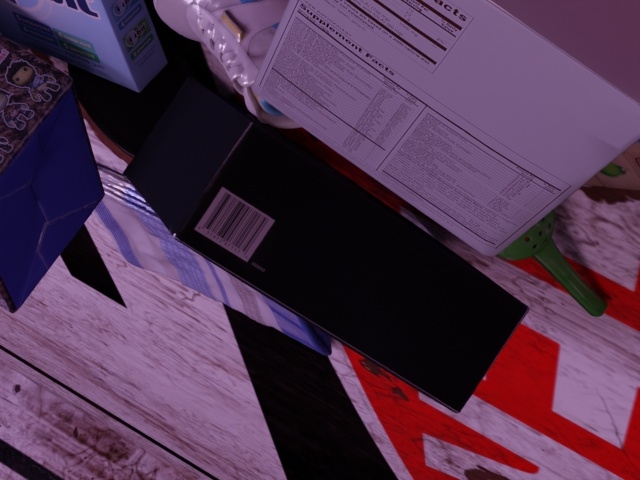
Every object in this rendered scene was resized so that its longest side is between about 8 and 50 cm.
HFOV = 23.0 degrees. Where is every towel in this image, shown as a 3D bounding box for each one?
[{"bbox_3d":[-0.127,0.023,1.678,0.285,0.034,0.209,25,160,26],"label":"towel"}]

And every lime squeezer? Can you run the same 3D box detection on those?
[{"bbox_3d":[0.107,-0.042,1.126,0.310,0.059,0.110,37,-169,-10],"label":"lime squeezer"}]

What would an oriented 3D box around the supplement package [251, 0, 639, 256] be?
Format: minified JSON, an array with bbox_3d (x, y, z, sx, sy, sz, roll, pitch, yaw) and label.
[{"bbox_3d":[0.094,-0.130,0.687,0.149,0.194,0.203,34,162,-1],"label":"supplement package"}]

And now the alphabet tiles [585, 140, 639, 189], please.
[{"bbox_3d":[0.155,-0.106,0.933,0.198,0.009,0.237,9,148,53],"label":"alphabet tiles"}]

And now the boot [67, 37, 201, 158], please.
[{"bbox_3d":[-0.112,-0.063,1.373,0.263,0.091,0.229,42,169,1],"label":"boot"}]

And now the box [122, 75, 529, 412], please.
[{"bbox_3d":[0.000,0.000,1.171,0.261,0.103,0.184,33,-179,-24],"label":"box"}]

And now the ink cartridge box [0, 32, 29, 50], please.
[{"bbox_3d":[-0.339,-0.203,1.411,0.139,0.082,0.190,41,161,-17],"label":"ink cartridge box"}]

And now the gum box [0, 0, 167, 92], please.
[{"bbox_3d":[-0.209,-0.212,1.204,0.157,0.041,0.184,24,151,31],"label":"gum box"}]

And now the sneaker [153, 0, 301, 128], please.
[{"bbox_3d":[-0.037,-0.135,1.056,0.228,0.092,0.087,22,159,37],"label":"sneaker"}]

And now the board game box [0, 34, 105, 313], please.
[{"bbox_3d":[-0.349,-0.103,1.326,0.291,0.141,0.232,31,161,11],"label":"board game box"}]
